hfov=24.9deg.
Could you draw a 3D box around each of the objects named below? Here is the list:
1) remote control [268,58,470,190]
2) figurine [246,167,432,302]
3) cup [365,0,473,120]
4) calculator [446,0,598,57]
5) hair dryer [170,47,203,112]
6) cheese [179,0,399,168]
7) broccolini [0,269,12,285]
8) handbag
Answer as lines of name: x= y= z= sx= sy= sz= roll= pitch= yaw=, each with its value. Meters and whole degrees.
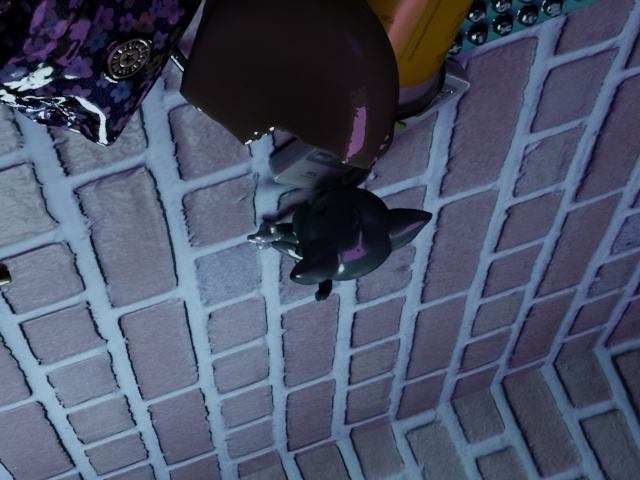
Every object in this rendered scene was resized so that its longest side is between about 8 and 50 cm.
remote control: x=0.055 y=-0.138 z=1.710 sx=0.250 sy=0.034 sz=0.103 roll=-34 pitch=156 yaw=26
figurine: x=0.000 y=0.005 z=1.841 sx=0.193 sy=0.140 sz=0.265 roll=-17 pitch=162 yaw=-24
cup: x=0.061 y=-0.244 z=1.286 sx=0.196 sy=0.196 sz=0.279 roll=-7 pitch=145 yaw=-33
calculator: x=0.207 y=-0.287 z=1.475 sx=0.274 sy=0.058 sz=0.248 roll=-21 pitch=158 yaw=1
hair dryer: x=-0.131 y=-0.169 z=1.456 sx=0.026 sy=0.047 sz=0.083 roll=-25 pitch=144 yaw=8
cheese: x=-0.020 y=-0.143 z=1.218 sx=0.091 sy=0.202 sz=0.175 roll=-44 pitch=168 yaw=-52
broccolini: x=-0.469 y=0.117 z=1.790 sx=0.271 sy=0.062 sz=0.123 roll=-32 pitch=166 yaw=17
handbag: x=-0.204 y=-0.195 z=1.192 sx=0.228 sy=0.127 sz=0.208 roll=-52 pitch=149 yaw=16
